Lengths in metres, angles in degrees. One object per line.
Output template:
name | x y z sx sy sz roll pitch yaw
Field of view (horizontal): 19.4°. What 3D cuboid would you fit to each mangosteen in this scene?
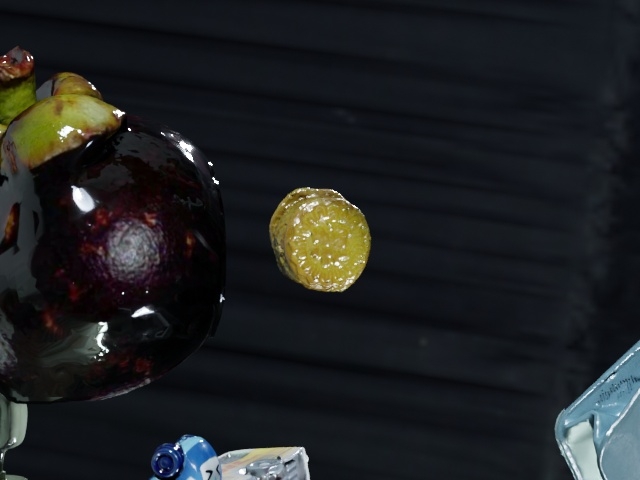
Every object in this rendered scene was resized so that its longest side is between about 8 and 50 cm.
mangosteen | -0.199 -0.013 1.520 0.287 0.233 0.287 180 -90 -82

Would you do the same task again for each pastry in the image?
pastry | 0.000 0.000 1.875 0.109 0.097 0.057 68 -13 -17

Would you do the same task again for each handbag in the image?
handbag | 0.338 0.210 1.839 0.179 0.062 0.229 -41 127 -18

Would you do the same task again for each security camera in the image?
security camera | -0.288 0.178 1.670 0.058 0.058 0.092 -30 120 -75

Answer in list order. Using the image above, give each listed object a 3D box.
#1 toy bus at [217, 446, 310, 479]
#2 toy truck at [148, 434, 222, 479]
toy bus | -0.127 0.283 1.850 0.342 0.138 0.097 -17 102 -57
toy truck | -0.082 0.182 1.296 0.073 0.090 0.056 -57 169 14
